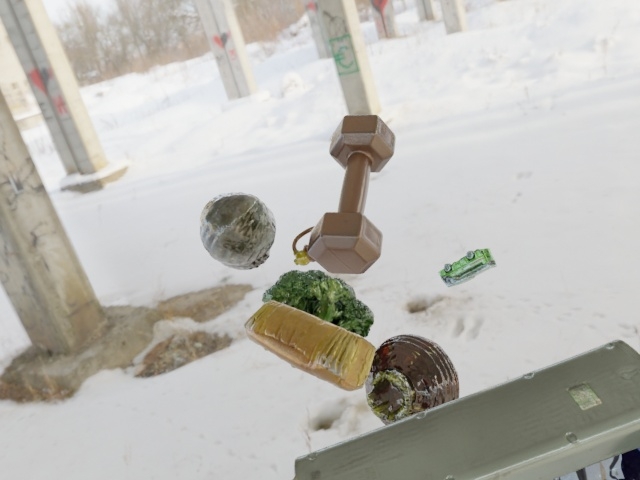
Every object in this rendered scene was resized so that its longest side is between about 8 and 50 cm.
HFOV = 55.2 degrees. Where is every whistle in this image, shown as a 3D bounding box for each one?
[{"bbox_3d":[0.001,-0.003,0.968,0.109,0.057,0.046,-26,-10,-3],"label":"whistle"}]

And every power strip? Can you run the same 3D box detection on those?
[{"bbox_3d":[0.103,0.115,0.359,0.253,0.027,0.060,-19,33,-3],"label":"power strip"}]

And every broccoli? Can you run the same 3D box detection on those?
[{"bbox_3d":[-0.018,0.195,1.524,0.265,0.295,0.245,-30,48,46],"label":"broccoli"}]

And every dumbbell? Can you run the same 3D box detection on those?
[{"bbox_3d":[0.045,-0.066,0.804,0.082,0.092,0.230,-17,46,34],"label":"dumbbell"}]

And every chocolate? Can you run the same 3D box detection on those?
[{"bbox_3d":[-0.119,-0.009,0.898,0.110,0.110,0.248,-19,-8,-5],"label":"chocolate"}]

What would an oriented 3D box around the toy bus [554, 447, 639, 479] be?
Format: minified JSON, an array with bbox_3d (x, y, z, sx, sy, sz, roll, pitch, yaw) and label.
[{"bbox_3d":[0.191,0.227,0.455,0.133,0.292,0.125,7,35,-28],"label":"toy bus"}]

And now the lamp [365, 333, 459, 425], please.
[{"bbox_3d":[0.209,0.341,1.437,0.247,0.246,0.247,-15,19,5],"label":"lamp"}]

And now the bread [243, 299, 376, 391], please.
[{"bbox_3d":[-0.024,0.219,1.303,0.288,0.152,0.119,17,73,40],"label":"bread"}]

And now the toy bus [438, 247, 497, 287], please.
[{"bbox_3d":[0.215,0.040,0.901,0.031,0.037,0.083,-7,-22,-47],"label":"toy bus"}]
